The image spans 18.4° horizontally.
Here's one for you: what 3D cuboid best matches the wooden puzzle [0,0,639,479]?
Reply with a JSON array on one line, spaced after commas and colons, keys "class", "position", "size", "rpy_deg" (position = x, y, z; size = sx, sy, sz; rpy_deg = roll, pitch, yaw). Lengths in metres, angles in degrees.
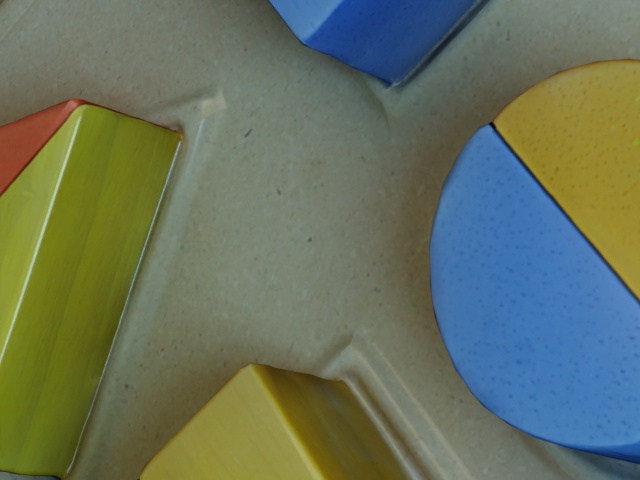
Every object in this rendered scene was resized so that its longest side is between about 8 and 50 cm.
[{"class": "wooden puzzle", "position": [0.000, 0.000, 0.528], "size": [0.348, 0.080, 0.322], "rpy_deg": [-44, 58, 14]}]
